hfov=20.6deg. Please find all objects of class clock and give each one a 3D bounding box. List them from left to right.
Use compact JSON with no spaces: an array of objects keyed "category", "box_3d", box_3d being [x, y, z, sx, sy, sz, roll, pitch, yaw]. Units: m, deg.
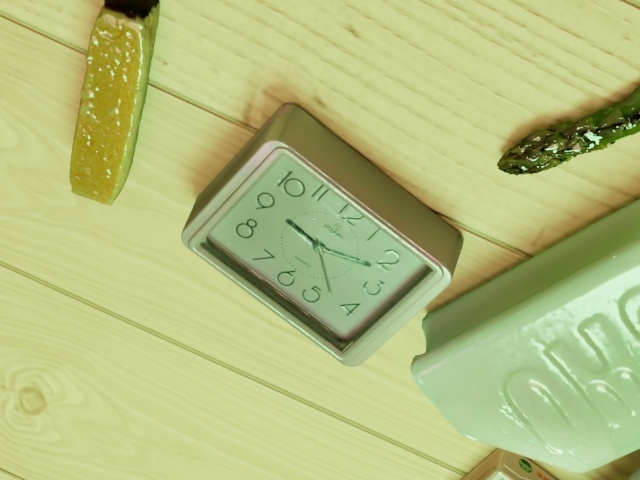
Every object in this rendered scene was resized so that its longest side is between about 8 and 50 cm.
[{"category":"clock","box_3d":[0.000,0.000,1.479,0.197,0.063,0.150,38,124,-12]}]

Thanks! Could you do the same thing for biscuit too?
[{"category":"biscuit","box_3d":[-0.168,-0.120,1.449,0.052,0.056,0.188,17,125,1]}]

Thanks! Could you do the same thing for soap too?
[{"category":"soap","box_3d":[0.238,0.084,1.451,0.289,0.095,0.173,-30,110,30]}]

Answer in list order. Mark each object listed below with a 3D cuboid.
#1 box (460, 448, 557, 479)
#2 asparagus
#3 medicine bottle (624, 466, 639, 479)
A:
[{"category":"box","box_3d":[0.162,0.255,1.619,0.089,0.043,0.125,37,124,-11]},{"category":"asparagus","box_3d":[0.210,-0.086,1.384,0.165,0.030,0.036,-21,125,26]},{"category":"medicine bottle","box_3d":[0.308,0.267,1.511,0.152,0.152,0.254,32,131,-7]}]
